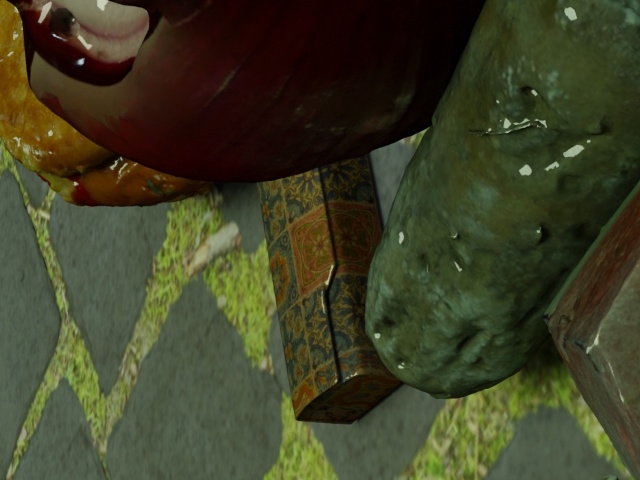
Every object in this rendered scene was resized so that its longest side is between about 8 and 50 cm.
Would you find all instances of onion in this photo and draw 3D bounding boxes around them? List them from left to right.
[{"bbox_3d":[-0.012,-0.206,1.017,0.341,0.341,0.341,-17,71,60],"label":"onion"}]

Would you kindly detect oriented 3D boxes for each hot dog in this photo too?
[{"bbox_3d":[-0.148,-0.102,1.406,0.256,0.150,0.153,25,108,50],"label":"hot dog"}]

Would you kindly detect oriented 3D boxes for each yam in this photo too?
[{"bbox_3d":[0.108,-0.045,0.945,0.330,0.133,0.133,-62,35,41],"label":"yam"}]

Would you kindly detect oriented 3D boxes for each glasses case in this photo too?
[{"bbox_3d":[0.000,0.000,1.222,0.075,0.049,0.218,-45,47,50],"label":"glasses case"}]

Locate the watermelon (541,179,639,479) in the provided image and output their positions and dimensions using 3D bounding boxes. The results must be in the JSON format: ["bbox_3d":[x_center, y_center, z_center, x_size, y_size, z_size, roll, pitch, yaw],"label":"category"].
[{"bbox_3d":[0.186,0.027,0.765,0.260,0.176,0.256,-51,45,-1],"label":"watermelon"}]

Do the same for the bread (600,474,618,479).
[{"bbox_3d":[0.100,0.232,0.851,0.210,0.110,0.192,-38,46,11],"label":"bread"}]
